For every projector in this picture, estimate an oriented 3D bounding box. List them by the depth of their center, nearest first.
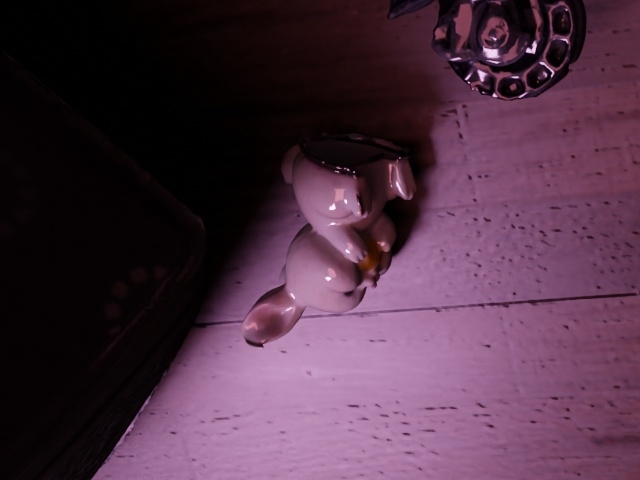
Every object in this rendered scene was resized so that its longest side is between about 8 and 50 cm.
[{"bbox_3d":[-0.307,0.038,0.821,0.395,0.242,0.405,39,147,0],"label":"projector"}]

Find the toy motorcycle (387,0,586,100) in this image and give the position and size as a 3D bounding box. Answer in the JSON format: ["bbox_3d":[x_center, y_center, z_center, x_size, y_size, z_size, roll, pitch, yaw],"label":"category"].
[{"bbox_3d":[0.160,-0.216,0.648,0.358,0.125,0.213,-27,91,29],"label":"toy motorcycle"}]

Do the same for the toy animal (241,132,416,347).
[{"bbox_3d":[0.006,0.002,0.837,0.085,0.071,0.124,14,117,17],"label":"toy animal"}]
